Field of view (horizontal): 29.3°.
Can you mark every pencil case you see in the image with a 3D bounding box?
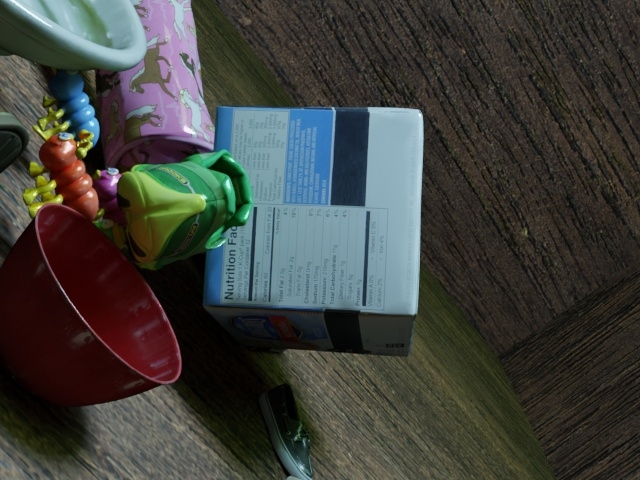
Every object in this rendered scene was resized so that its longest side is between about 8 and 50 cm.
[{"bbox_3d":[-0.222,-0.244,1.593,0.167,0.160,0.386,120,-38,-56],"label":"pencil case"}]

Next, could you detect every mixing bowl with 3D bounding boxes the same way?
[{"bbox_3d":[-0.209,0.070,1.011,0.181,0.098,0.181,51,10,-12],"label":"mixing bowl"}]

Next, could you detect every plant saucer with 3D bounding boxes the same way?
[{"bbox_3d":[-0.351,-0.292,1.214,0.400,0.100,0.400,42,16,-15],"label":"plant saucer"}]

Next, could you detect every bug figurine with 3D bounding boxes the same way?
[{"bbox_3d":[-0.234,-0.057,1.233,0.279,0.072,0.216,-109,-179,-62],"label":"bug figurine"}]

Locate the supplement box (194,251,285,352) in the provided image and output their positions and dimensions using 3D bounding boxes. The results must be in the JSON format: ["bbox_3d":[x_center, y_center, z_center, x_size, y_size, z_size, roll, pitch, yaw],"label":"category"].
[{"bbox_3d":[-0.108,0.036,1.682,0.239,0.073,0.130,58,10,14],"label":"supplement box"}]

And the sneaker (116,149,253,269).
[{"bbox_3d":[-0.126,-0.027,1.179,0.295,0.123,0.110,-142,-137,-82],"label":"sneaker"}]

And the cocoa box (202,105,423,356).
[{"bbox_3d":[0.000,0.000,1.432,0.347,0.227,0.232,76,17,-78],"label":"cocoa box"}]

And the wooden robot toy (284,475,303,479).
[{"bbox_3d":[-0.008,0.318,1.293,0.173,0.076,0.079,49,-24,-27],"label":"wooden robot toy"}]

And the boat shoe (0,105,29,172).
[{"bbox_3d":[-0.330,-0.099,0.975,0.104,0.110,0.307,49,4,5],"label":"boat shoe"}]

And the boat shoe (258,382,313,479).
[{"bbox_3d":[-0.035,0.229,1.462,0.049,0.040,0.142,44,14,-47],"label":"boat shoe"}]
